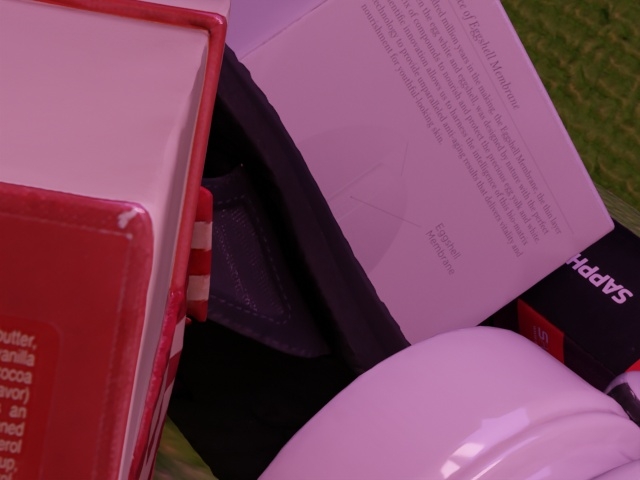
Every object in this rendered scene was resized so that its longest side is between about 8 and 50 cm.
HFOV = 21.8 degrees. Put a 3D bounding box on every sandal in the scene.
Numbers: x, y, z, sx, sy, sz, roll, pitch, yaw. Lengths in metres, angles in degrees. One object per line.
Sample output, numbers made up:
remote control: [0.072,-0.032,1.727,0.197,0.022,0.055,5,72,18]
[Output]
sandal: [-0.074,0.015,0.733,0.445,0.167,0.107,52,46,-15]

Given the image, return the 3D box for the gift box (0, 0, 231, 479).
gift box: [-0.168,0.050,0.473,0.255,0.276,0.258,14,19,-5]

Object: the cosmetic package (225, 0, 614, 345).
cosmetic package: [0.004,-0.048,0.921,0.224,0.225,0.138,58,-3,-32]

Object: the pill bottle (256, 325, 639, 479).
pill bottle: [0.147,0.212,0.552,0.392,0.224,0.224,40,17,35]

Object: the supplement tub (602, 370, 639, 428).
supplement tub: [0.140,0.165,0.767,0.117,0.190,0.117,27,15,-8]

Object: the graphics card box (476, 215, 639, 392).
graphics card box: [0.139,0.059,1.101,0.371,0.094,0.232,43,-20,40]
